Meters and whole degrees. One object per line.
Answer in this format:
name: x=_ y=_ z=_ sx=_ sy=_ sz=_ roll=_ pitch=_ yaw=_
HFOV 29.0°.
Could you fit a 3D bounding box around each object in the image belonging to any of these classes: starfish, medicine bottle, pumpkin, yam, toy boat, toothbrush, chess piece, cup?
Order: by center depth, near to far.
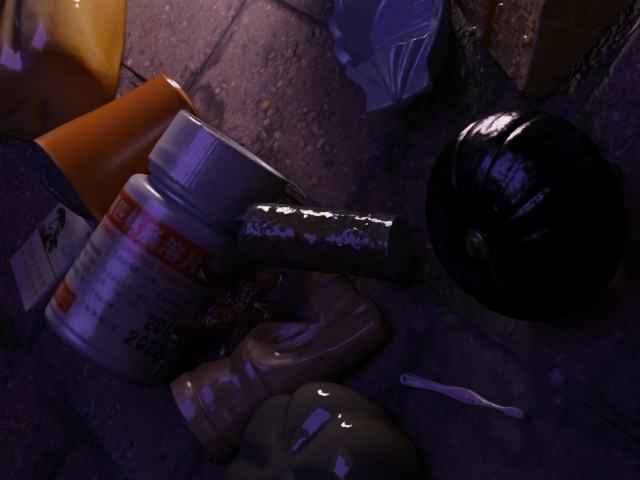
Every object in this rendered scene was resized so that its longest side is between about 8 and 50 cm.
pumpkin: x=0.253 y=-0.040 z=1.423 sx=0.248 sy=0.248 sz=0.248 roll=-21 pitch=55 yaw=34
toothbrush: x=0.169 y=0.187 z=1.497 sx=0.204 sy=0.022 sz=0.017 roll=11 pitch=92 yaw=46
chess piece: x=-0.047 y=0.167 z=1.657 sx=0.301 sy=0.137 sz=0.137 roll=-34 pitch=47 yaw=9
yam: x=0.000 y=0.000 z=1.667 sx=0.259 sy=0.093 sz=0.093 roll=6 pitch=72 yaw=30
starfish: x=-0.117 y=0.089 z=1.720 sx=0.190 sy=0.146 sz=0.074 roll=-49 pitch=10 yaw=28
toy boat: x=0.114 y=-0.302 z=1.757 sx=0.199 sy=0.100 sz=0.290 roll=-23 pitch=53 yaw=34
medicine bottle: x=-0.226 y=0.013 z=1.823 sx=0.371 sy=0.211 sz=0.211 roll=-57 pitch=43 yaw=4
cup: x=-0.309 y=-0.129 z=1.976 sx=0.264 sy=0.182 sz=0.226 roll=-37 pitch=62 yaw=-13

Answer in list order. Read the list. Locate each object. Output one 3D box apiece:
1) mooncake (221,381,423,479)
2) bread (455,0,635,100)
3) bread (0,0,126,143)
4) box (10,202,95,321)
mooncake: x=-0.009 y=0.304 z=1.523 sx=0.275 sy=0.135 sz=0.275 roll=-26 pitch=50 yaw=35
bread: x=0.297 y=-0.342 z=1.618 sx=0.263 sy=0.198 sz=0.236 roll=-116 pitch=28 yaw=-42
bread: x=-0.493 y=-0.360 z=2.244 sx=0.348 sy=0.253 sz=0.376 roll=-28 pitch=50 yaw=36
box: x=-0.427 y=0.009 z=2.121 sx=0.233 sy=0.067 sz=0.149 roll=-46 pitch=46 yaw=15
